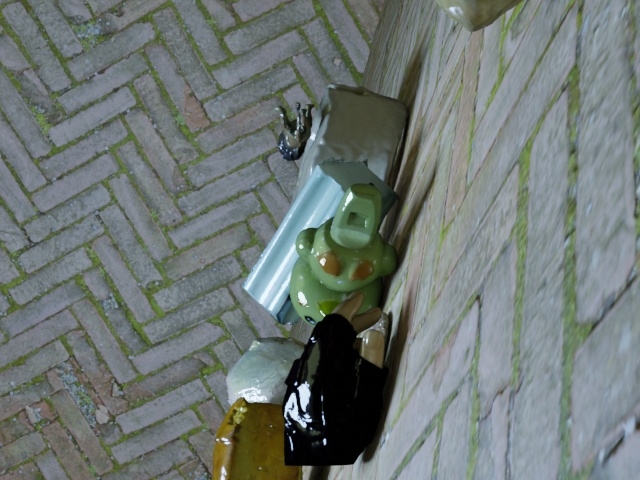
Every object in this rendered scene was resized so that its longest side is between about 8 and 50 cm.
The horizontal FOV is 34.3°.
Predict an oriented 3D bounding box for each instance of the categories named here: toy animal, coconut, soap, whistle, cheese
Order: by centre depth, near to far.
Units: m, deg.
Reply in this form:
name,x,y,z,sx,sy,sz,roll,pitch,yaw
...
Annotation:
name,x,y,z,sx,sy,sz,roll,pitch,yaw
whistle,0.029,0.039,1.382,0.294,0.141,0.141,105,179,-67
soap,0.000,0.000,1.573,0.150,0.094,0.261,-12,-41,-56
toy animal,-0.041,-0.199,1.741,0.220,0.069,0.086,100,164,-77
coconut,-0.070,0.251,1.765,0.194,0.194,0.194,-164,90,-87
cheese,0.042,-0.127,1.822,0.332,0.153,0.292,122,163,-74

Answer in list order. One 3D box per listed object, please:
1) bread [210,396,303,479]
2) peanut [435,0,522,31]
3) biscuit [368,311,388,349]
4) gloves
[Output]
name,x,y,z,sx,sy,sz,roll,pitch,yaw
bread,-0.094,0.366,1.589,0.268,0.145,0.269,-179,90,-88
peanut,0.157,-0.335,0.908,0.152,0.152,0.313,123,164,-79
biscuit,0.066,0.148,1.319,0.120,0.015,0.120,-165,90,-85
gloves,0.019,0.159,1.210,0.164,0.124,0.204,-21,63,57
